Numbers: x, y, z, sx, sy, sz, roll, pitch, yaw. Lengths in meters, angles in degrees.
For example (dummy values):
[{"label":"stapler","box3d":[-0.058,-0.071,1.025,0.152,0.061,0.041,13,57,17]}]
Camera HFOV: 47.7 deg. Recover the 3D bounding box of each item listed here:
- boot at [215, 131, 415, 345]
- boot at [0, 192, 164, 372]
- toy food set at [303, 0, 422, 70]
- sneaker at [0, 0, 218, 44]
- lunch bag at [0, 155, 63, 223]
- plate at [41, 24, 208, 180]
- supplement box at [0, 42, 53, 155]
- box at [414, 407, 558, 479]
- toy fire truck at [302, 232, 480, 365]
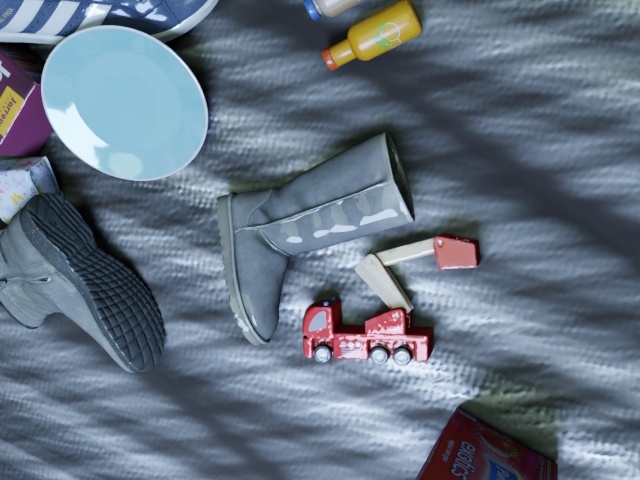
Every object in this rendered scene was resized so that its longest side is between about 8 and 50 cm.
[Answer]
[{"label":"boot","box3d":[0.000,0.001,0.768,0.209,0.076,0.189,-13,83,12]},{"label":"boot","box3d":[-0.306,0.071,0.874,0.161,0.083,0.246,-31,97,34]},{"label":"toy food set","box3d":[0.002,-0.276,0.690,0.105,0.232,0.111,-24,55,17]},{"label":"sneaker","box3d":[-0.279,-0.279,0.745,0.350,0.148,0.131,-6,80,-2]},{"label":"lunch bag","box3d":[-0.357,-0.056,0.878,0.071,0.053,0.083,-3,120,16]},{"label":"plate","box3d":[-0.216,-0.152,0.810,0.188,0.024,0.188,3,126,4]},{"label":"supplement box","box3d":[-0.402,-0.197,0.861,0.188,0.081,0.104,39,105,9]},{"label":"box","box3d":[0.133,0.271,0.663,0.123,0.257,0.128,29,103,14]},{"label":"toy fire truck","box3d":[0.071,0.061,0.769,0.192,0.047,0.135,-1,95,17]}]
